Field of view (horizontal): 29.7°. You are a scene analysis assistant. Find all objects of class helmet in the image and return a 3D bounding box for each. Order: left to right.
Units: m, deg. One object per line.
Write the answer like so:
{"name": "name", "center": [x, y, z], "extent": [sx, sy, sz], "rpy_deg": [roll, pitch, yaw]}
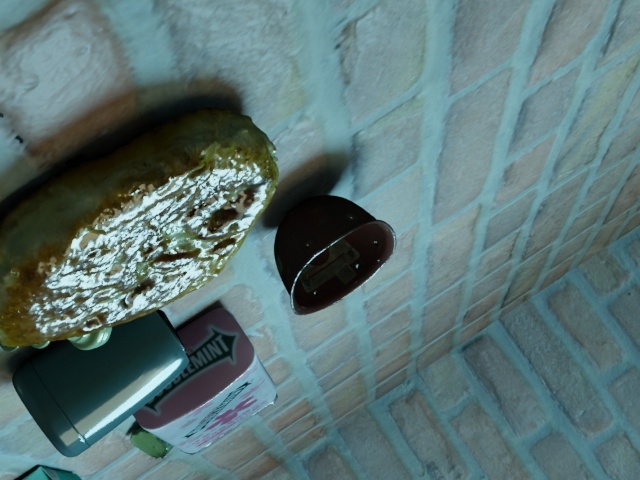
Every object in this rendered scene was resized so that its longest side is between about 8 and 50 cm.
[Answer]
{"name": "helmet", "center": [0.000, 0.000, 1.454], "extent": [0.155, 0.106, 0.175], "rpy_deg": [-36, 160, -4]}

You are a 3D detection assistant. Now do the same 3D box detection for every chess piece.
{"name": "chess piece", "center": [-0.284, 0.090, 1.233], "extent": [0.059, 0.059, 0.149], "rpy_deg": [-43, 159, 30]}

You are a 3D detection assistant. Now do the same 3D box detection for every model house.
{"name": "model house", "center": [-0.258, 0.306, 1.977], "extent": [0.083, 0.066, 0.079], "rpy_deg": [-54, -171, -34]}

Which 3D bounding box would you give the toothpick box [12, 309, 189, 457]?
{"name": "toothpick box", "center": [-0.245, 0.151, 1.379], "extent": [0.184, 0.120, 0.120], "rpy_deg": [-34, 166, -12]}

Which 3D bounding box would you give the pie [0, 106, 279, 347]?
{"name": "pie", "center": [-0.166, -0.008, 1.110], "extent": [0.315, 0.092, 0.315], "rpy_deg": [-31, 163, -10]}

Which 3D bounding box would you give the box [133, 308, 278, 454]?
{"name": "box", "center": [-0.169, 0.218, 1.774], "extent": [0.190, 0.112, 0.369], "rpy_deg": [-32, 165, -5]}

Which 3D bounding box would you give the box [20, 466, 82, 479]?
{"name": "box", "center": [-0.501, 0.483, 1.877], "extent": [0.311, 0.118, 0.205], "rpy_deg": [-33, 168, -3]}
